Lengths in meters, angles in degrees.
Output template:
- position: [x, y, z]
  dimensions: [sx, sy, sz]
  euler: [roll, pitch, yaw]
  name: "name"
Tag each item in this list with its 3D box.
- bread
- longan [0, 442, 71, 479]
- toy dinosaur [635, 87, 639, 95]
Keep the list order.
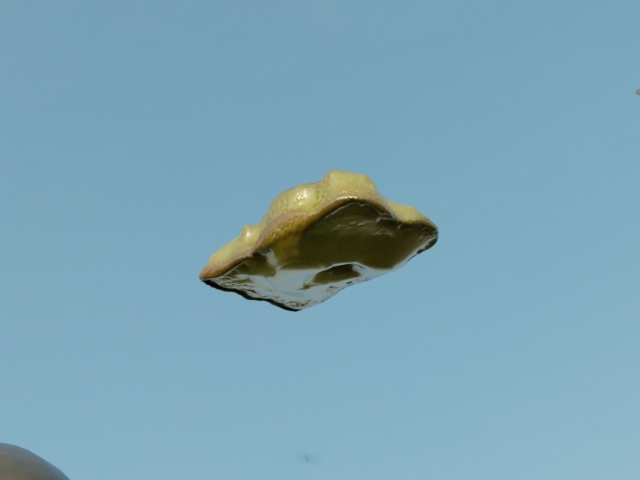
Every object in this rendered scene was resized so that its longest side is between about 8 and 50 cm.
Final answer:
- position: [0.000, 0.000, 1.248]
  dimensions: [0.233, 0.088, 0.160]
  euler: [-23, -24, 38]
  name: "bread"
- position: [-0.337, 0.336, 1.026]
  dimensions: [0.288, 0.350, 0.288]
  euler: [20, -26, 10]
  name: "longan"
- position: [0.207, -0.113, 0.526]
  dimensions: [0.039, 0.082, 0.209]
  euler: [44, -31, 3]
  name: "toy dinosaur"
